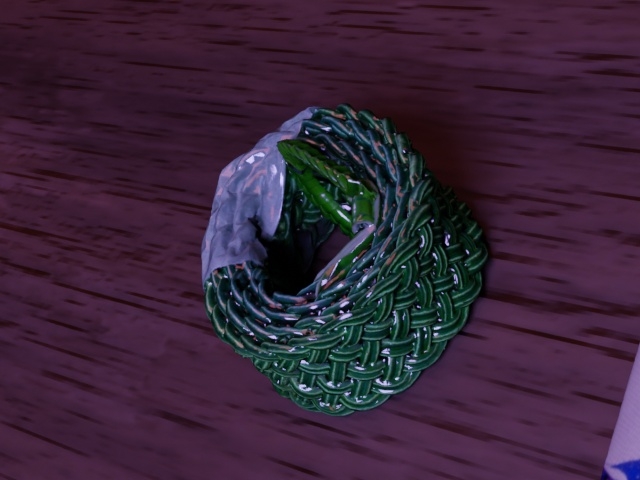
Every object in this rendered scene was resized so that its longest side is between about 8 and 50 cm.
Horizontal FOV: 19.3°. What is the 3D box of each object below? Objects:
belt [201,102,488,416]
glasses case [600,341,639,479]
[{"bbox_3d":[0.000,0.000,0.833,0.121,0.079,0.151,-40,35,8],"label":"belt"},{"bbox_3d":[0.157,0.067,0.608,0.125,0.076,0.327,-9,48,43],"label":"glasses case"}]
